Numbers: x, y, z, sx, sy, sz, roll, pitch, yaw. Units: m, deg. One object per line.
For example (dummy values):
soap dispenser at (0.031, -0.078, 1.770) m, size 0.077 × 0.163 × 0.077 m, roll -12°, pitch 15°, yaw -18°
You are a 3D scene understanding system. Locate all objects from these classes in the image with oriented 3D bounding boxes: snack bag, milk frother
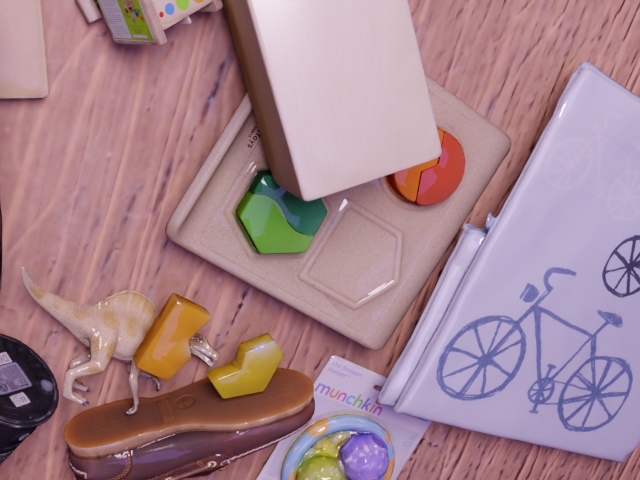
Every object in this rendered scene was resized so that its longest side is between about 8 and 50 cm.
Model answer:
snack bag at (0.250, 0.038, 0.807) m, size 0.323 × 0.037 × 0.343 m, roll 18°, pitch 104°, yaw -31°
milk frother at (-0.291, 0.114, 0.647) m, size 0.135 × 0.143 × 0.129 m, roll -45°, pitch 148°, yaw 20°

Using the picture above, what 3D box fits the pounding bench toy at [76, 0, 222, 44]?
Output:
pounding bench toy at (-0.118, -0.170, 0.595) m, size 0.065 × 0.083 × 0.052 m, roll -42°, pitch 128°, yaw -34°

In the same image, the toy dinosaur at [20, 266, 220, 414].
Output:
toy dinosaur at (-0.172, 0.080, 0.699) m, size 0.183 × 0.053 × 0.093 m, roll 26°, pitch 88°, yaw -34°

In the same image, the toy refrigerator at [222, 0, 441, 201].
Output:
toy refrigerator at (-0.012, -0.173, 0.580) m, size 0.102 × 0.094 × 0.270 m, roll -20°, pitch 107°, yaw -12°

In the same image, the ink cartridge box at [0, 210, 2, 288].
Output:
ink cartridge box at (-0.313, -0.053, 0.525) m, size 0.234 × 0.088 × 0.193 m, roll -1°, pitch 137°, yaw -18°

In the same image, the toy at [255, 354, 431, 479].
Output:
toy at (0.012, 0.236, 0.820) m, size 0.136 × 0.056 × 0.237 m, roll 25°, pitch 104°, yaw -28°

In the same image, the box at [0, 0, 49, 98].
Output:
box at (-0.261, -0.187, 0.553) m, size 0.164 × 0.021 × 0.201 m, roll -4°, pitch 114°, yaw -17°

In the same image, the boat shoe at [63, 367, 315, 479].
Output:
boat shoe at (-0.104, 0.162, 0.741) m, size 0.206 × 0.073 × 0.073 m, roll -10°, pitch 118°, yaw -6°

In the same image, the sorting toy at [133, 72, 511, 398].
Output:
sorting toy at (0.000, 0.000, 0.694) m, size 0.229 × 0.041 × 0.307 m, roll 30°, pitch 94°, yaw -28°
